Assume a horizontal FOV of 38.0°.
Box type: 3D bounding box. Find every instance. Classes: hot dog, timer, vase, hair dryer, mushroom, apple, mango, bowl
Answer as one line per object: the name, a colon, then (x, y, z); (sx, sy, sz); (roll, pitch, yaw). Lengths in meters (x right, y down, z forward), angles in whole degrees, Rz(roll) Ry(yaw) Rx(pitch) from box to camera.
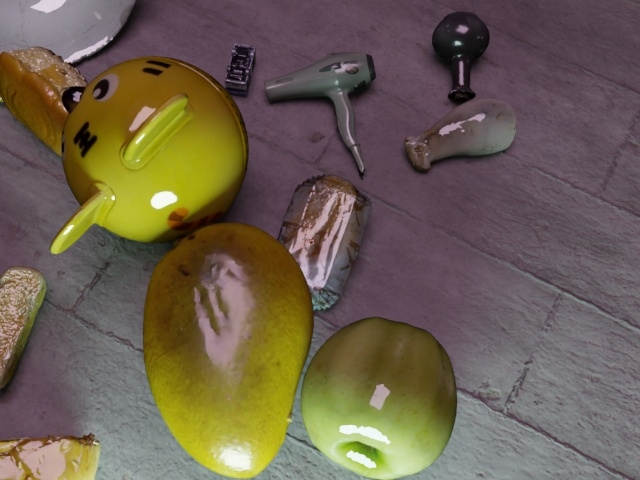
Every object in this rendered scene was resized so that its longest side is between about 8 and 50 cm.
hot dog: (0.000, 0.000, 1.771); (0.163, 0.082, 0.270); (15, 73, 15)
timer: (-0.312, -0.154, 1.653); (0.376, 0.376, 0.387); (23, 25, 9)
vase: (0.293, -0.380, 1.940); (0.120, 0.120, 0.183); (2, 79, -1)
hair dryer: (-0.009, -0.263, 1.900); (0.229, 0.092, 0.267); (5, 75, 8)
mushroom: (0.279, -0.217, 1.870); (0.225, 0.093, 0.116); (-15, 88, -14)
apple: (0.098, 0.263, 1.576); (0.279, 0.279, 0.279); (1, 66, -2)
mango: (-0.154, 0.186, 1.611); (0.301, 0.220, 0.445); (-8, 76, -5)
bowl: (-0.598, -0.586, 1.903); (0.435, 0.435, 0.196); (-26, 34, -13)
hot dog: (-0.568, 0.162, 1.680); (0.084, 0.073, 0.242); (14, 63, 0)

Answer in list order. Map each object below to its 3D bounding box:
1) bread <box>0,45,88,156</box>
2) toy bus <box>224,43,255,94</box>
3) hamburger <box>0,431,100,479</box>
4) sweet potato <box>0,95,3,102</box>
bread: (-0.533, -0.273, 1.830); (0.245, 0.174, 0.121); (38, 50, 15)
toy bus: (-0.167, -0.354, 1.936); (0.052, 0.058, 0.102); (9, 61, 3)
hamburger: (-0.504, 0.404, 1.535); (0.245, 0.155, 0.282); (38, 75, 7)
sweet potato: (-0.702, -0.390, 1.928); (0.077, 0.077, 0.243); (-14, 68, -8)
